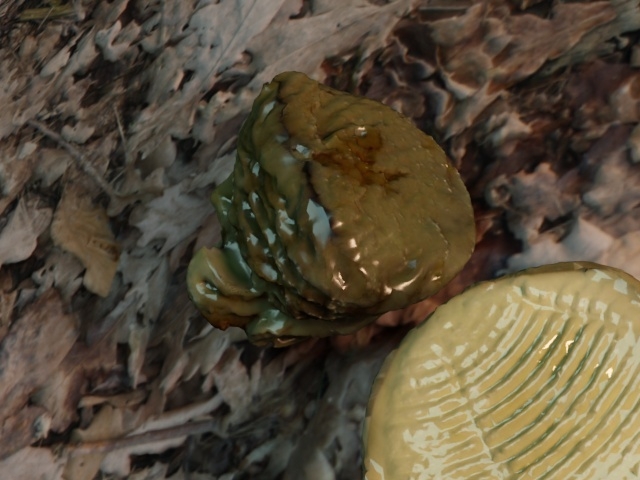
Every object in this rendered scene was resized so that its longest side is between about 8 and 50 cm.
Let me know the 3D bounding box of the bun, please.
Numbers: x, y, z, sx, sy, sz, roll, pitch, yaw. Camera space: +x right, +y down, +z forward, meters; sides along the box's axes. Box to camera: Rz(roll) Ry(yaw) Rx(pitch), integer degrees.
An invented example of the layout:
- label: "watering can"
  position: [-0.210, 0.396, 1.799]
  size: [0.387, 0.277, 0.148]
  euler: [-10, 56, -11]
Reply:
- label: "bun"
  position: [0.158, 0.151, 0.955]
  size: [0.259, 0.152, 0.259]
  euler: [-14, 59, 25]

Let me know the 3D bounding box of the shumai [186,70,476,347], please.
- label: "shumai"
  position: [0.001, -0.001, 1.245]
  size: [0.218, 0.189, 0.256]
  euler: [-51, 40, 31]
